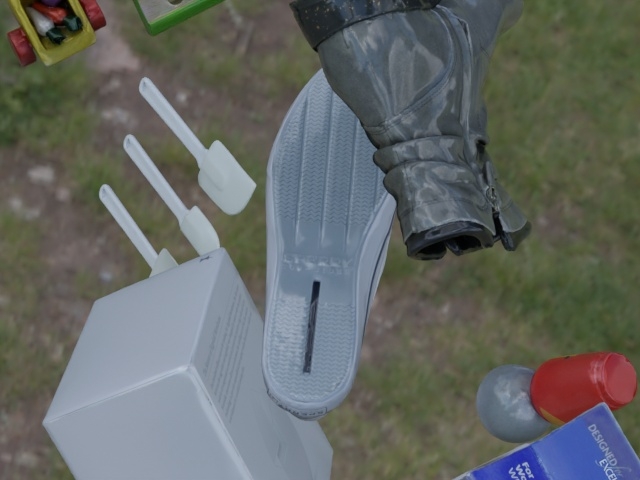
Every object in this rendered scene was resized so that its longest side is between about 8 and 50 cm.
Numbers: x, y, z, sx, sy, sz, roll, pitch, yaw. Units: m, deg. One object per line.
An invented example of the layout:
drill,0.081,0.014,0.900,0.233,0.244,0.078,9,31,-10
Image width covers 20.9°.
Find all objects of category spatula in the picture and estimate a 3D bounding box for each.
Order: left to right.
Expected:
spatula,-0.147,-0.040,1.624,0.019,0.168,0.242,7,27,-36

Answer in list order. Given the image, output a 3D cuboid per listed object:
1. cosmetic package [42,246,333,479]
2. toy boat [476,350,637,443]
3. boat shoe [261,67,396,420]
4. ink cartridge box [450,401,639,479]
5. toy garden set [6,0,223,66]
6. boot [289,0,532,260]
cosmetic package,-0.102,0.163,1.435,0.138,0.225,0.224,-21,20,13
toy boat,0.227,0.243,1.392,0.267,0.148,0.318,-15,86,-42
boat shoe,0.000,0.000,1.060,0.083,0.076,0.226,13,72,2
ink cartridge box,0.041,0.233,0.888,0.165,0.332,0.065,59,11,13
toy garden set,-0.159,-0.254,1.213,0.203,0.244,0.049,-28,21,-11
boot,0.071,-0.069,0.955,0.246,0.083,0.161,-22,89,-64
